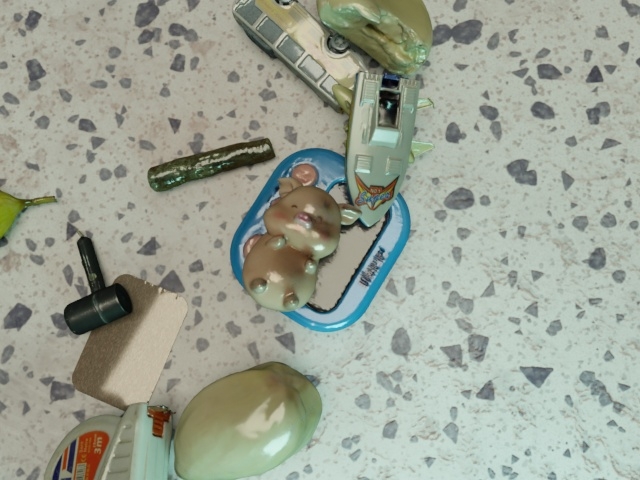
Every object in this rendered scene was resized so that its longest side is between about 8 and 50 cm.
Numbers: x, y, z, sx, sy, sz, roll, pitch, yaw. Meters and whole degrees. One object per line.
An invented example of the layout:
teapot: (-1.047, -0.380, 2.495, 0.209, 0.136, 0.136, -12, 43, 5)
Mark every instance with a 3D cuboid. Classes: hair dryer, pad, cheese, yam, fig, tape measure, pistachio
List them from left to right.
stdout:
fig: (-0.692, -0.065, 1.340, 0.257, 0.159, 0.159, -12, 82, -17)
hair dryer: (-0.488, 0.078, 1.338, 0.124, 0.071, 0.219, -21, 74, 1)
tape measure: (-0.400, 0.461, 1.217, 0.265, 0.130, 0.258, -14, 61, 21)
pad: (-0.404, 0.217, 1.345, 0.176, 0.002, 0.266, 22, 84, 5)
yam: (-0.234, -0.165, 1.365, 0.274, 0.061, 0.061, -16, 82, -1)
pistachio: (-0.151, 0.361, 1.228, 0.332, 0.208, 0.226, -32, 119, 9)
cheese: (0.114, -0.461, 1.301, 0.266, 0.127, 0.233, 21, 47, -29)

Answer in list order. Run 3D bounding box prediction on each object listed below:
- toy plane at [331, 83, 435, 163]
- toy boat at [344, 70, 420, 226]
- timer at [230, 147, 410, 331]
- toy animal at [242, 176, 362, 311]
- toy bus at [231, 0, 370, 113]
toy plane: (0.116, -0.233, 1.308, 0.244, 0.092, 0.229, 38, 111, -23)
toy boat: (0.112, -0.171, 1.218, 0.129, 0.088, 0.295, 5, 98, -13)
timer: (0.000, 0.000, 1.304, 0.309, 0.115, 0.340, 31, 84, 7)
toy animal: (-0.046, 0.013, 1.172, 0.166, 0.154, 0.250, 31, 76, -13)
toy bus: (-0.039, -0.431, 1.377, 0.342, 0.097, 0.138, 42, 92, 5)
